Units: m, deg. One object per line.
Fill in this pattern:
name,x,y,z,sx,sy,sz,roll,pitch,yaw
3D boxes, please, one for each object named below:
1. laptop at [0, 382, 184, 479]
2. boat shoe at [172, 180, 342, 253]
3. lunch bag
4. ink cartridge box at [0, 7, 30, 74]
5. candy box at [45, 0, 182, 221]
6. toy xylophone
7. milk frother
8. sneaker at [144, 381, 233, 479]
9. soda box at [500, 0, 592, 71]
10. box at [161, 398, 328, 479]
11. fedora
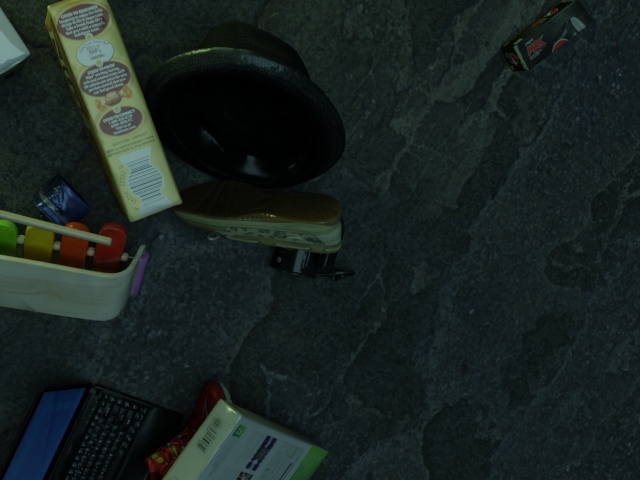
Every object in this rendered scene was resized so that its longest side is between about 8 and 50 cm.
laptop,-0.375,0.366,1.274,0.264,0.136,0.234,26,89,-22
boat shoe,-0.105,-0.029,1.288,0.285,0.104,0.089,9,132,16
lunch bag,-0.402,-0.053,1.220,0.065,0.098,0.067,-43,115,-7
ink cartridge box,-0.486,-0.291,1.089,0.092,0.218,0.158,-36,108,-18
candy box,-0.312,-0.196,1.185,0.088,0.183,0.316,-22,105,-16
toy xylophone,-0.412,0.024,1.174,0.323,0.081,0.236,17,135,-21
milk frother,0.000,0.000,1.388,0.143,0.129,0.134,9,97,-64
sneaker,-0.232,0.367,1.333,0.118,0.107,0.279,22,90,-32
soda box,0.427,-0.389,1.497,0.169,0.053,0.060,-38,109,-11
box,-0.136,0.407,1.323,0.232,0.058,0.322,-54,144,-5
fedora,-0.109,-0.224,1.240,0.334,0.334,0.152,19,58,-22
